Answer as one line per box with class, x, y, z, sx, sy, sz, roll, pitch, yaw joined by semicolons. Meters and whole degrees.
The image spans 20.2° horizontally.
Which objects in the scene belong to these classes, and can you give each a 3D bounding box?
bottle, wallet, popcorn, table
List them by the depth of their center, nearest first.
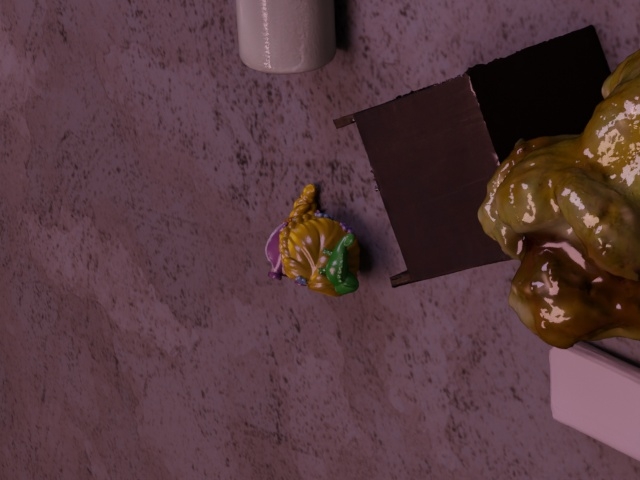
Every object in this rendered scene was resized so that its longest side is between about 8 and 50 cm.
popcorn;0.268;-0.031;1.403;0.225;0.276;0.276;41;139;42
table;0.154;-0.073;1.612;0.193;0.172;0.169;-17;94;53
wallet;0.288;0.158;1.683;0.190;0.033;0.095;23;128;48
bottle;-0.039;-0.297;1.816;0.104;0.104;0.245;28;130;44

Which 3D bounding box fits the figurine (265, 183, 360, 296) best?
figurine;0.000;0.000;1.951;0.156;0.094;0.115;-160;75;-70
